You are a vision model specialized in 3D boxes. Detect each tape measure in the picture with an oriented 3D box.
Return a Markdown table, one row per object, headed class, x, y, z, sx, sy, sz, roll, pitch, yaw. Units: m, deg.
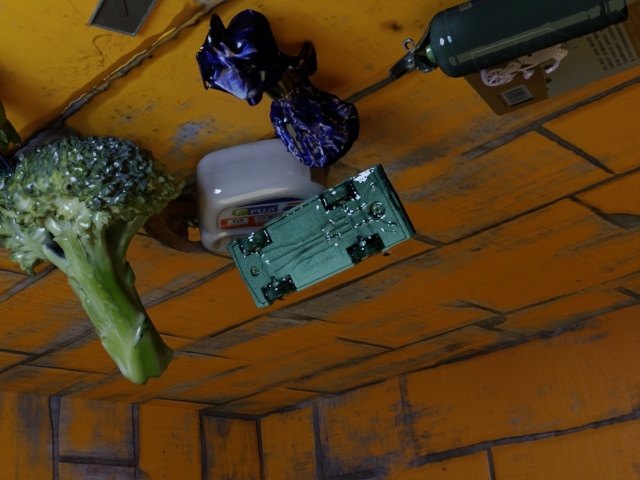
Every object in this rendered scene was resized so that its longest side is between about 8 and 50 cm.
| class | x | y | z | sx | sy | sz | roll | pitch | yaw |
| --- | --- | --- | --- | --- | --- | --- | --- | --- | --- |
| tape measure | -0.093 | -0.079 | 1.511 | 0.258 | 0.130 | 0.265 | -5 | 152 | -10 |

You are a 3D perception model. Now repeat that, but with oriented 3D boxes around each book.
| class | x | y | z | sx | sy | sz | roll | pitch | yaw |
| --- | --- | --- | --- | --- | --- | --- | --- | --- | --- |
| book | 0.372 | -0.282 | 1.274 | 0.295 | 0.020 | 0.208 | -18 | 155 | 26 |

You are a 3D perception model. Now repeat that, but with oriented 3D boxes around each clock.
| class | x | y | z | sx | sy | sz | roll | pitch | yaw |
| --- | --- | --- | --- | --- | --- | --- | --- | --- | --- |
| clock | 0.294 | -0.264 | 1.216 | 0.087 | 0.041 | 0.129 | 16 | 144 | -37 |

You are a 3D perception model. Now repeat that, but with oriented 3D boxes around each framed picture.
| class | x | y | z | sx | sy | sz | roll | pitch | yaw |
| --- | --- | --- | --- | --- | --- | --- | --- | --- | --- |
| framed picture | -0.255 | -0.297 | 1.084 | 0.066 | 0.007 | 0.089 | 8 | 153 | -30 |

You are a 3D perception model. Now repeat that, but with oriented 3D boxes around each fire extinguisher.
| class | x | y | z | sx | sy | sz | roll | pitch | yaw |
| --- | --- | --- | --- | --- | --- | --- | --- | --- | --- |
| fire extinguisher | 0.244 | -0.285 | 1.121 | 0.311 | 0.114 | 0.095 | -15 | 120 | 23 |

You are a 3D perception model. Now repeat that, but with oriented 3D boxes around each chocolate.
| class | x | y | z | sx | sy | sz | roll | pitch | yaw |
| --- | --- | --- | --- | --- | --- | --- | --- | --- | --- |
| chocolate | -0.065 | -0.227 | 1.184 | 0.148 | 0.126 | 0.343 | -50 | 146 | 2 |

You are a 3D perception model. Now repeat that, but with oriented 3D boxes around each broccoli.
| class | x | y | z | sx | sy | sz | roll | pitch | yaw |
| --- | --- | --- | --- | --- | --- | --- | --- | --- | --- |
| broccoli | -0.337 | 0.010 | 1.344 | 0.274 | 0.397 | 0.353 | -26 | 159 | -25 |

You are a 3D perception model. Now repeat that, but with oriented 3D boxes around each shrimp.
| class | x | y | z | sx | sy | sz | roll | pitch | yaw |
| --- | --- | --- | --- | --- | --- | --- | --- | --- | --- |
| shrimp | -0.226 | -0.024 | 1.605 | 0.251 | 0.143 | 0.052 | -4 | 137 | -35 |

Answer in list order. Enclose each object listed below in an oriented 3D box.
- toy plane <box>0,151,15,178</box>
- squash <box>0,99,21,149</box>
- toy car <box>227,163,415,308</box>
| class | x | y | z | sx | sy | sz | roll | pitch | yaw |
| --- | --- | --- | --- | --- | --- | --- | --- | --- | --- |
| toy plane | -0.555 | -0.094 | 1.441 | 0.096 | 0.060 | 0.235 | -19 | 154 | -5 |
| squash | -0.506 | -0.215 | 1.108 | 0.094 | 0.094 | 0.341 | -15 | 153 | 20 |
| toy car | 0.000 | 0.000 | 1.419 | 0.320 | 0.141 | 0.097 | -27 | -179 | 25 |
